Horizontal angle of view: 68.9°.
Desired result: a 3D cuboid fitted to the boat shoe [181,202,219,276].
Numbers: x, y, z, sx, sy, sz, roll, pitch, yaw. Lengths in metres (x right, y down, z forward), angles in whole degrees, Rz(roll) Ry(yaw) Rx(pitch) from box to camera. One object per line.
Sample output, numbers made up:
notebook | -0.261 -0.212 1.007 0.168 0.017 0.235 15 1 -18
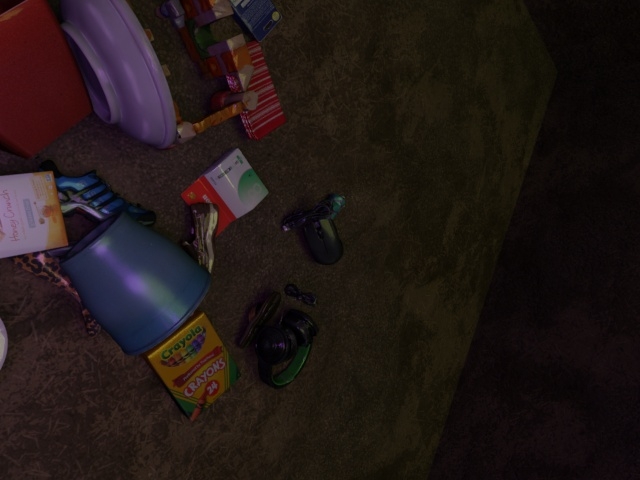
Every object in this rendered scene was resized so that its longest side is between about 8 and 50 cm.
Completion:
boat shoe | -0.362 0.015 1.371 0.095 0.095 0.257 5 87 -27

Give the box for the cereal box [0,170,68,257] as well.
cereal box | -0.683 -0.049 0.985 0.240 0.047 0.173 -15 105 -36

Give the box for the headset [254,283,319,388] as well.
headset | -0.090 0.327 1.562 0.243 0.185 0.394 -28 128 -49

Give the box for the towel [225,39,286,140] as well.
towel | -0.202 -0.467 1.449 0.199 0.031 0.274 -46 125 -47

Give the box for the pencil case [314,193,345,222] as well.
pencil case | 0.036 -0.100 1.718 0.070 0.064 0.151 34 72 -12

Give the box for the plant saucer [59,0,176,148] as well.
plant saucer | -0.465 -0.370 1.012 0.100 0.400 0.400 -35 118 -27

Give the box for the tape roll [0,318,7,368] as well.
tape roll | -0.791 0.206 0.946 0.246 0.169 0.246 -7 100 -41

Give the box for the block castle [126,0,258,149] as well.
block castle | -0.381 -0.491 1.193 0.303 0.213 0.453 -38 120 -31

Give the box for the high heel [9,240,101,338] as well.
high heel | -0.638 0.128 1.140 0.186 0.093 0.261 -7 101 -32

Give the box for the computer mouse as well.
computer mouse | 0.000 0.000 1.651 0.189 0.072 0.272 -24 127 6

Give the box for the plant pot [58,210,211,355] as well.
plant pot | -0.445 0.082 1.091 0.271 0.272 0.255 -51 117 -25

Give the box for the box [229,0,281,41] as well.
box | -0.226 -0.733 1.417 0.225 0.036 0.136 48 65 -34

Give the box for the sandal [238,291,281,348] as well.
sandal | -0.211 0.256 1.550 0.219 0.060 0.090 -56 156 -3

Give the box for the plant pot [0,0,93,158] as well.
plant pot | -0.648 -0.323 0.963 0.267 0.267 0.235 -51 138 -25

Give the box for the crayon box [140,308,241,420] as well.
crayon box | -0.392 0.347 1.383 0.202 0.081 0.318 -40 120 -30

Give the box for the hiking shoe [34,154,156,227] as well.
hiking shoe | -0.548 -0.107 1.160 0.304 0.113 0.132 14 87 -42

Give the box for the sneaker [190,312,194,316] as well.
sneaker | -0.447 0.143 1.304 0.225 0.088 0.092 43 74 -19

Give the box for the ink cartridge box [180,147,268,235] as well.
ink cartridge box | -0.287 -0.146 1.432 0.224 0.056 0.181 -51 125 -27
